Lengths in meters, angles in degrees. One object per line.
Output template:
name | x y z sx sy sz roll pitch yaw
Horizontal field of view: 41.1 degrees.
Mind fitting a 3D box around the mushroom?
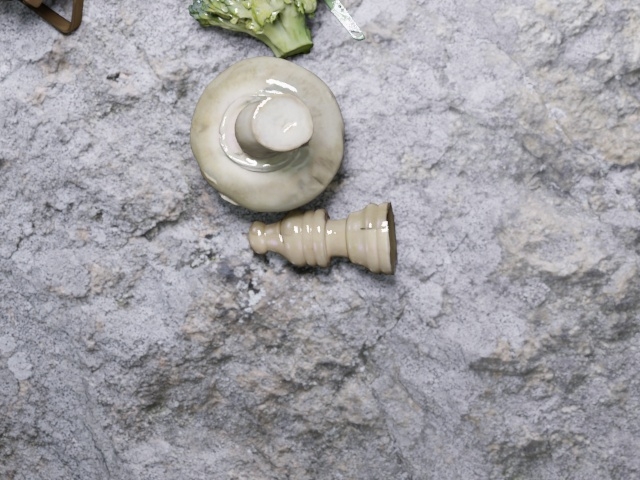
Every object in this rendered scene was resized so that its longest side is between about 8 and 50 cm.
mushroom | -0.084 -0.223 1.703 0.356 0.315 0.315 -23 93 45

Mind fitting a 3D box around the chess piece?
chess piece | 0.000 0.000 1.786 0.307 0.124 0.138 -2 129 13

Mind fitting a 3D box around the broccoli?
broccoli | -0.108 -0.464 1.705 0.248 0.288 0.245 -37 108 -26

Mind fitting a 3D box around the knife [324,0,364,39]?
knife | 0.022 -0.496 1.769 0.030 0.014 0.207 -39 91 11

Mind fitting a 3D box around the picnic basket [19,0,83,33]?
picnic basket | -0.586 -0.595 1.734 0.254 0.291 0.321 34 144 2
